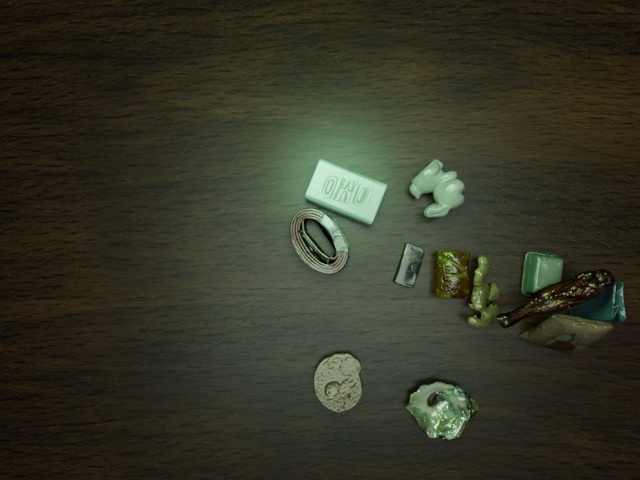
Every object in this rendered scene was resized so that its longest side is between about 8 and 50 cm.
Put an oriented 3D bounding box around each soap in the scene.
[{"bbox_3d":[0.092,-0.176,1.830,0.265,0.087,0.160,22,88,1],"label":"soap"}]

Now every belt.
[{"bbox_3d":[0.000,0.000,1.819,0.184,0.105,0.261,-41,85,1],"label":"belt"}]

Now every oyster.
[{"bbox_3d":[0.435,0.602,1.802,0.214,0.083,0.223,-45,83,-4],"label":"oyster"}]

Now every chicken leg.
[{"bbox_3d":[0.785,0.203,1.683,0.406,0.158,0.096,-24,82,7],"label":"chicken leg"}]

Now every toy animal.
[{"bbox_3d":[0.419,-0.183,1.808,0.178,0.127,0.193,-34,89,1],"label":"toy animal"}]

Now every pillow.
[{"bbox_3d":[0.856,0.326,1.751,0.223,0.236,0.084,14,55,-4],"label":"pillow"}]

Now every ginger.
[{"bbox_3d":[0.598,0.186,1.813,0.149,0.065,0.259,10,80,-34],"label":"ginger"}]

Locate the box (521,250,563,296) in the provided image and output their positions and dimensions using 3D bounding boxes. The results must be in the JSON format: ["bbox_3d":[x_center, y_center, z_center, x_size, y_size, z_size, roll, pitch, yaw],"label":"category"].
[{"bbox_3d":[0.808,0.126,1.809,0.123,0.093,0.172,7,88,1],"label":"box"}]

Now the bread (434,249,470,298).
[{"bbox_3d":[0.481,0.122,1.807,0.131,0.103,0.173,3,92,1],"label":"bread"}]

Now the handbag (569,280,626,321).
[{"bbox_3d":[0.959,0.205,1.740,0.057,0.221,0.144,1,87,-8],"label":"handbag"}]

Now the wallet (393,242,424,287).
[{"bbox_3d":[0.330,0.094,1.853,0.082,0.018,0.157,20,87,1],"label":"wallet"}]

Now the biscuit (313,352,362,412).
[{"bbox_3d":[0.065,0.516,1.823,0.180,0.049,0.208,-7,88,0],"label":"biscuit"}]
